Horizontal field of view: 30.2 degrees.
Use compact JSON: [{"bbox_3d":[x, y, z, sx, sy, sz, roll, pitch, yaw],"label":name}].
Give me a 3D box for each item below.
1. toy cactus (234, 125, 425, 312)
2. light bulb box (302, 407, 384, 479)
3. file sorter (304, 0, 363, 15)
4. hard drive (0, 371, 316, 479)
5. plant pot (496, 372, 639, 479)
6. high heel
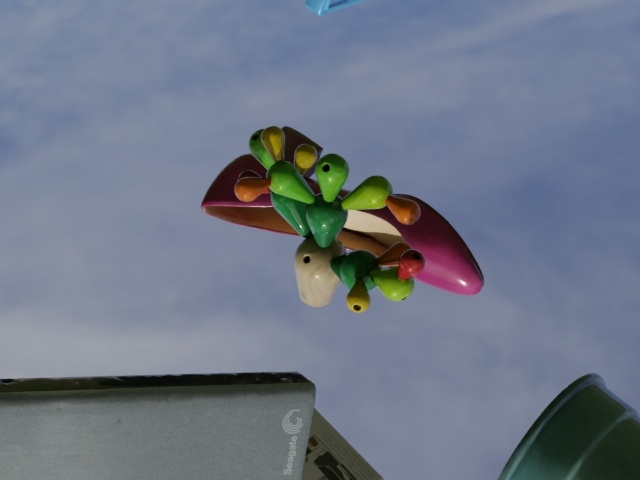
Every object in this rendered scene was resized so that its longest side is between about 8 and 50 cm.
[{"bbox_3d":[0.000,0.000,1.050,0.219,0.180,0.112,36,-125,22],"label":"toy cactus"},{"bbox_3d":[-0.143,0.485,1.903,0.225,0.358,0.361,43,-141,17],"label":"light bulb box"},{"bbox_3d":[0.025,-0.217,0.667,0.104,0.118,0.170,36,-145,16],"label":"file sorter"},{"bbox_3d":[-0.070,0.097,0.450,0.135,0.094,0.022,2,-165,-31],"label":"hard drive"},{"bbox_3d":[0.470,0.433,1.790,0.334,0.341,0.341,33,-125,29],"label":"plant pot"},{"bbox_3d":[0.027,0.000,1.585,0.377,0.127,0.181,32,-123,22],"label":"high heel"}]
